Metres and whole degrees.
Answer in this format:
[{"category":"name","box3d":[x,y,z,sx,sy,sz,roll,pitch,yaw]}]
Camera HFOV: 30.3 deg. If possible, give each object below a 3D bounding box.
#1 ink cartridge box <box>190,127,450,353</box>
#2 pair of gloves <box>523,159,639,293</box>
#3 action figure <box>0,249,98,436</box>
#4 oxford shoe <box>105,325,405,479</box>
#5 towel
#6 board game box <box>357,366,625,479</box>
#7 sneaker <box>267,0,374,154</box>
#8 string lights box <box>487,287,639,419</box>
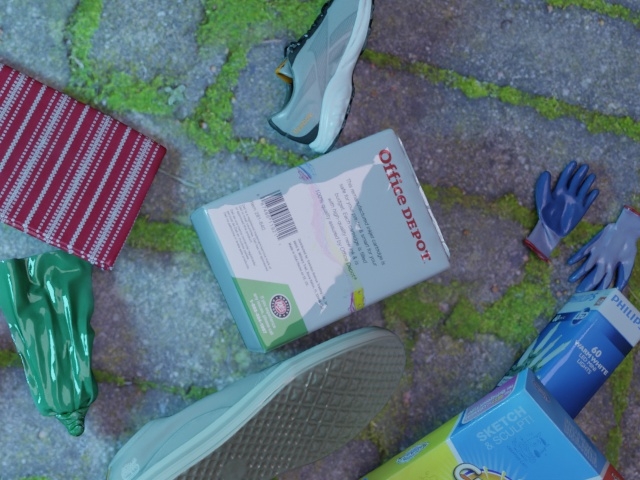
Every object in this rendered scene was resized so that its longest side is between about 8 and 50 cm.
[{"category":"ink cartridge box","box3d":[0.000,0.000,1.549,0.278,0.117,0.201,-24,92,-15]},{"category":"pair of gloves","box3d":[0.379,-0.015,1.701,0.198,0.023,0.159,38,76,-10]},{"category":"action figure","box3d":[-0.331,0.132,1.478,0.137,0.063,0.232,-12,85,-17]},{"category":"oxford shoe","box3d":[-0.087,0.231,1.502,0.449,0.130,0.169,-31,126,-20]},{"category":"towel","box3d":[-0.352,-0.099,1.490,0.275,0.031,0.199,27,64,-12]},{"category":"board game box","box3d":[0.215,0.343,1.515,0.316,0.064,0.242,-39,97,23]},{"category":"sneaker","box3d":[0.004,-0.258,1.583,0.108,0.100,0.271,16,82,-8]},{"category":"string lights box","box3d":[0.319,0.186,1.610,0.077,0.133,0.260,44,76,-5]}]
